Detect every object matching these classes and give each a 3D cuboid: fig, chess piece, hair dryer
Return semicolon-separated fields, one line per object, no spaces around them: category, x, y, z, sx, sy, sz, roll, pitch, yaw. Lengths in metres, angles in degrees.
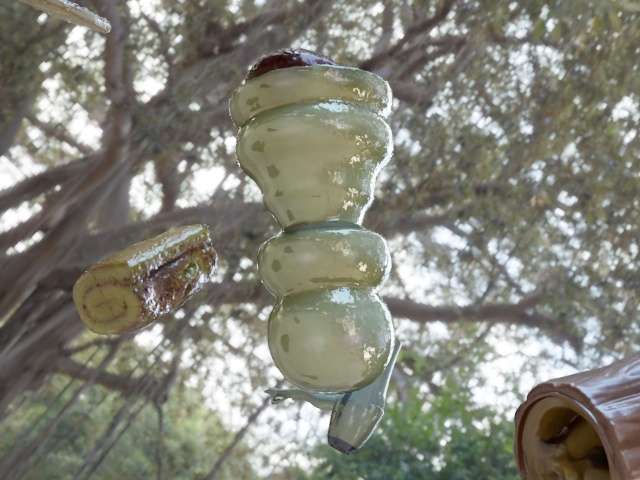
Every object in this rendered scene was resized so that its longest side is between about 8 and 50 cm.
fig;-0.019;-0.162;1.517;0.190;0.191;0.290;-15;-88;57
chess piece;0.000;0.000;0.781;0.144;0.251;0.144;-4;-13;-1
hair dryer;0.026;0.185;1.293;0.199;0.167;0.067;24;-18;50

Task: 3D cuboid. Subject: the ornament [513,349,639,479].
ornament;0.357;0.231;1.114;0.221;0.217;0.235;6;-80;60

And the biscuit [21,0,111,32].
biscuit;-0.317;-0.276;1.115;0.152;0.020;0.152;21;2;-1

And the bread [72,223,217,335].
bread;-0.228;0.053;1.260;0.132;0.172;0.103;-22;-83;34
